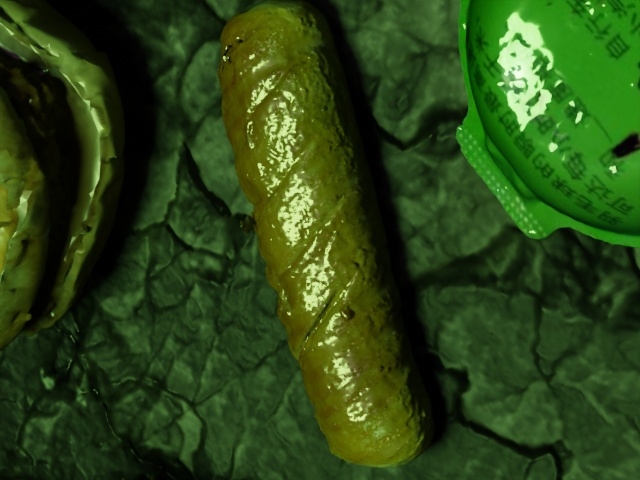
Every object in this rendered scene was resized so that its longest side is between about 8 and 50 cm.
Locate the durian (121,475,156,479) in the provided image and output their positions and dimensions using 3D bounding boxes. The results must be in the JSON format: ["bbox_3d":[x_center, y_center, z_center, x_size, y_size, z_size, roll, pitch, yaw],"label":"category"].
[{"bbox_3d":[-0.185,0.270,1.040,0.154,0.186,0.260,29,95,38],"label":"durian"}]

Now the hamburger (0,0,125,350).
[{"bbox_3d":[-0.258,-0.066,1.020,0.283,0.145,0.259,37,126,16],"label":"hamburger"}]

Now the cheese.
[{"bbox_3d":[0.176,-0.117,0.717,0.204,0.083,0.320,53,129,12],"label":"cheese"}]

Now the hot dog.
[{"bbox_3d":[0.003,-0.001,0.906,0.088,0.061,0.285,-18,94,26],"label":"hot dog"}]
